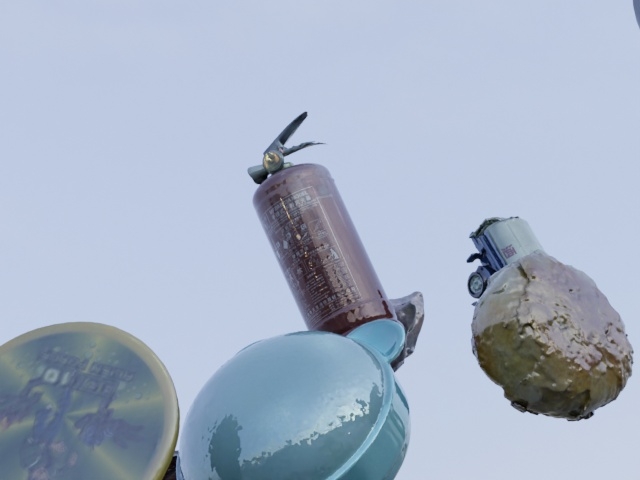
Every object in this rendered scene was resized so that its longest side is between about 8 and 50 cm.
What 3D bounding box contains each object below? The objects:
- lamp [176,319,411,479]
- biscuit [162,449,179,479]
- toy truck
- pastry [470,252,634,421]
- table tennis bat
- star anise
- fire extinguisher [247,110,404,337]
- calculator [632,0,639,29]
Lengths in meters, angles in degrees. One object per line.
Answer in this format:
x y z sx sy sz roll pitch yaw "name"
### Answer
-0.031 0.189 1.406 0.209 0.284 0.147 -12 -34 32 "lamp"
-0.164 0.265 1.686 0.151 0.063 0.235 -13 -19 -28 "biscuit"
0.226 0.060 1.763 0.074 0.202 0.088 4 -44 -37 "toy truck"
0.196 0.082 1.392 0.153 0.153 0.081 8 -45 -37 "pastry"
-0.233 0.203 1.319 0.198 0.321 0.050 15 -29 18 "table tennis bat"
0.025 0.144 1.949 0.257 0.110 0.198 -35 -16 18 "star anise"
0.000 0.000 1.766 0.105 0.269 0.105 -22 -18 -7 "fire extinguisher"
0.190 -0.032 0.722 0.028 0.166 0.274 -16 -12 21 "calculator"
